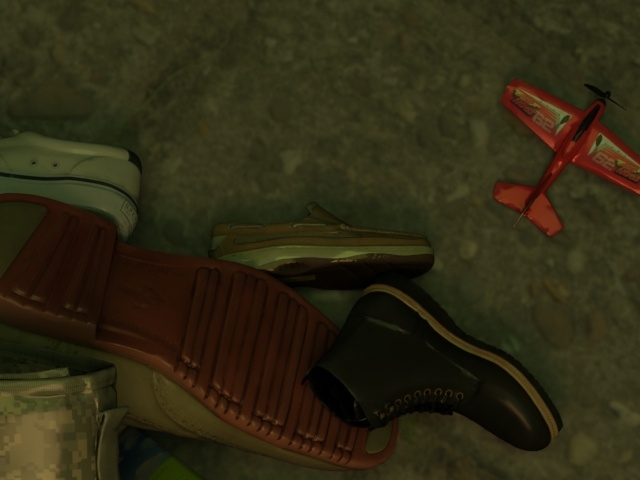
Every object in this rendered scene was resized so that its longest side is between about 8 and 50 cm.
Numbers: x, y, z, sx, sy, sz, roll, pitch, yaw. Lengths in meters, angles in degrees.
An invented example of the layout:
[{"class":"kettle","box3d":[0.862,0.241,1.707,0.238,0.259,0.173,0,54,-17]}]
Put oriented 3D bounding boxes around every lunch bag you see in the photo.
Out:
[{"class":"lunch bag","box3d":[-0.273,0.196,1.344,0.287,0.169,0.235,4,99,28]}]

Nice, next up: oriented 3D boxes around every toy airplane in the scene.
[{"class":"toy airplane","box3d":[0.209,-0.068,1.562,0.151,0.028,0.151,0,79,-1]}]

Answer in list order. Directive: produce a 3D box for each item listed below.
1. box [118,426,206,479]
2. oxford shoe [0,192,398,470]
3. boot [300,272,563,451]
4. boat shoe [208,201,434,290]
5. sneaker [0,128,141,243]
[{"class":"box","box3d":[-0.142,0.219,1.439,0.109,0.178,0.042,-48,116,-10]},{"class":"oxford shoe","box3d":[-0.126,0.094,1.481,0.397,0.146,0.140,28,48,-11]},{"class":"boot","box3d":[0.087,0.133,1.464,0.198,0.077,0.137,36,46,7]},{"class":"boat shoe","box3d":[0.000,0.000,1.525,0.190,0.068,0.072,-2,65,-4]},{"class":"sneaker","box3d":[-0.273,-0.046,1.518,0.258,0.094,0.091,8,47,5]}]
